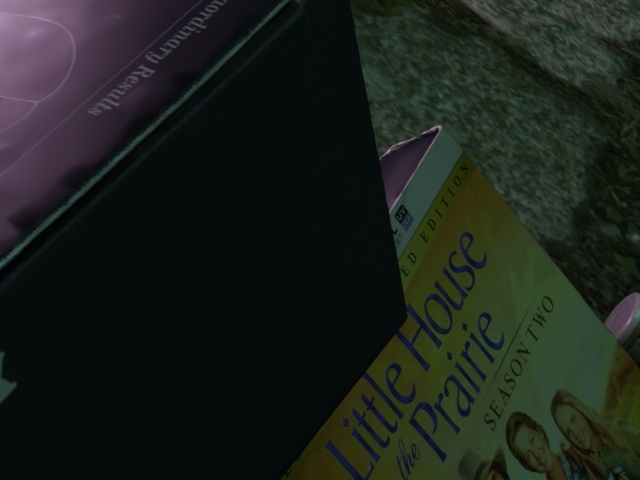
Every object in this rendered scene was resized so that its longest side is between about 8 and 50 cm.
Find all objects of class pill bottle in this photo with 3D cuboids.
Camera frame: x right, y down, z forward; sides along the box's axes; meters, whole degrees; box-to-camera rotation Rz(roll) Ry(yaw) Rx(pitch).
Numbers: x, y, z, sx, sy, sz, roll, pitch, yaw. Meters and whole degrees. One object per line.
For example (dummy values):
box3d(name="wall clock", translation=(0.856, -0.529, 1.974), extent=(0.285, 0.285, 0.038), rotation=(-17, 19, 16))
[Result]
box3d(name="pill bottle", translation=(0.318, 0.105, 1.511), extent=(0.120, 0.067, 0.067), rotation=(34, 33, -6))

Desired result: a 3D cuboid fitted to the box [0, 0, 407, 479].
box3d(name="box", translation=(-0.207, 0.006, 0.783), extent=(0.395, 0.212, 0.293), rotation=(11, 41, 32))

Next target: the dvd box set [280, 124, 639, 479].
box3d(name="dvd box set", translation=(0.126, 0.178, 1.004), extent=(0.420, 0.062, 0.307), rotation=(50, 46, -17))
